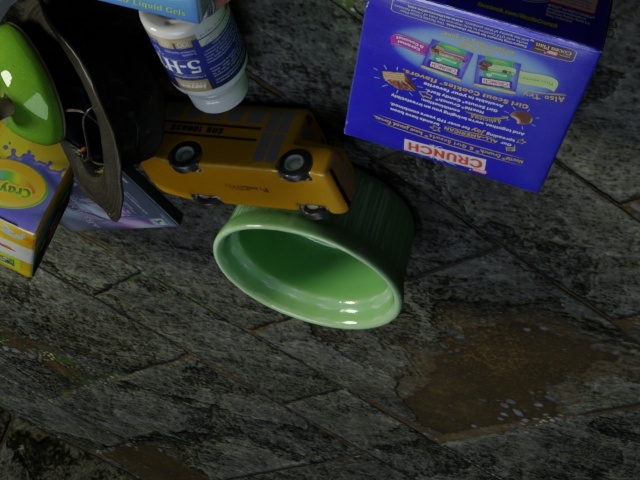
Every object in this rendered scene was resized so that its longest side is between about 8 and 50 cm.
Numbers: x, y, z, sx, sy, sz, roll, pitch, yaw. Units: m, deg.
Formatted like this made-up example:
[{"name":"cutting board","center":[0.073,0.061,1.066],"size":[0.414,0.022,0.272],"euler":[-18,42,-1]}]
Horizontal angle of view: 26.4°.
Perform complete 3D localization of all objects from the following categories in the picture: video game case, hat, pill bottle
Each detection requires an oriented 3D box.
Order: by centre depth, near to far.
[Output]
[{"name":"pill bottle","center":[-0.157,-0.254,1.782],"size":[0.112,0.112,0.186],"euler":[9,151,20]},{"name":"hat","center":[-0.295,-0.199,1.901],"size":[0.331,0.134,0.331],"euler":[53,157,35]},{"name":"video game case","center":[-0.398,-0.081,2.361],"size":[0.274,0.026,0.196],"euler":[-3,145,36]}]

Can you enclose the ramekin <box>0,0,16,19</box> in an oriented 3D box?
[{"name":"ramekin","center":[-0.507,-0.339,1.675],"size":[0.277,0.135,0.277],"euler":[12,147,8]}]

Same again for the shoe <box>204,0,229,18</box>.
[{"name":"shoe","center":[-0.167,-0.341,1.685],"size":[0.178,0.081,0.063],"euler":[39,150,30]}]

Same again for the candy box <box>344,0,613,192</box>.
[{"name":"candy box","center":[0.178,-0.213,1.625],"size":[0.268,0.122,0.317],"euler":[17,152,3]}]

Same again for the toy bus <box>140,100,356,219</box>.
[{"name":"toy bus","center":[-0.108,-0.121,1.974],"size":[0.333,0.130,0.108],"euler":[6,149,26]}]

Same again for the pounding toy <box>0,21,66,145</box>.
[{"name":"pounding toy","center":[-0.460,-0.225,1.908],"size":[0.237,0.110,0.183],"euler":[63,156,-3]}]

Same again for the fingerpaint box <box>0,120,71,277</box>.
[{"name":"fingerpaint box","center":[-0.622,-0.133,2.161],"size":[0.445,0.163,0.371],"euler":[25,164,-6]}]

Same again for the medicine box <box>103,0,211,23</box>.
[{"name":"medicine box","center":[-0.242,-0.408,1.514],"size":[0.263,0.149,0.289],"euler":[15,153,9]}]

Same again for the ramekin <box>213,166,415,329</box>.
[{"name":"ramekin","center":[0.000,0.000,2.107],"size":[0.303,0.148,0.303],"euler":[16,153,8]}]
